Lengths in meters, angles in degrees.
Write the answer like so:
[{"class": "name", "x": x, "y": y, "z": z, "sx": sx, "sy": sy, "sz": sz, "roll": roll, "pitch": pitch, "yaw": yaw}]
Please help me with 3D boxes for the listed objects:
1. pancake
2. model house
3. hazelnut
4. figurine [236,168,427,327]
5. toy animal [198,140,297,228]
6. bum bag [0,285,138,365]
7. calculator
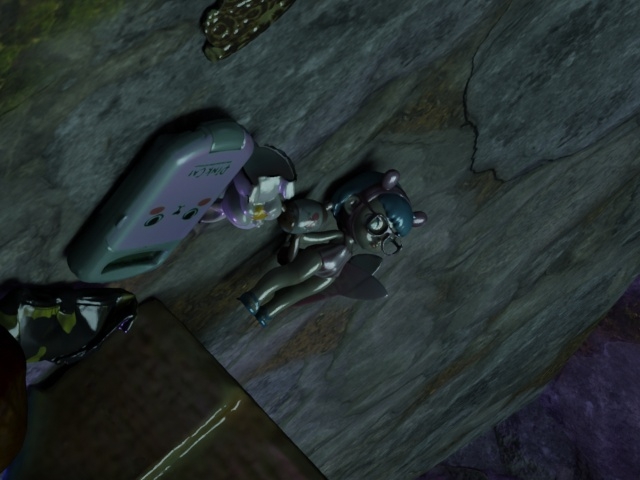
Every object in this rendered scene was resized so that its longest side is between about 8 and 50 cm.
[{"class": "pancake", "x": -0.070, "y": -0.226, "z": 1.439, "sx": 0.184, "sy": 0.020, "sz": 0.190, "roll": -20, "pitch": 153, "yaw": -48}, {"class": "model house", "x": -0.182, "y": 0.338, "z": 1.988, "sx": 0.342, "sy": 0.382, "sz": 0.334, "roll": -43, "pitch": 161, "yaw": -7}, {"class": "hazelnut", "x": -0.371, "y": 0.162, "z": 1.583, "sx": 0.170, "sy": 0.160, "sz": 0.202, "roll": -3, "pitch": 110, "yaw": -56}, {"class": "figurine", "x": -0.002, "y": -0.002, "z": 2.035, "sx": 0.260, "sy": 0.103, "sz": 0.205, "roll": -38, "pitch": 127, "yaw": 1}, {"class": "toy animal", "x": -0.079, "y": -0.049, "z": 1.750, "sx": 0.071, "sy": 0.085, "sz": 0.124, "roll": -27, "pitch": 157, "yaw": -32}, {"class": "bum bag", "x": -0.289, "y": 0.093, "z": 1.709, "sx": 0.107, "sy": 0.060, "sz": 0.232, "roll": -54, "pitch": 154, "yaw": 18}, {"class": "calculator", "x": -0.167, "y": -0.038, "z": 1.664, "sx": 0.246, "sy": 0.045, "sz": 0.141, "roll": -48, "pitch": 160, "yaw": 28}]
